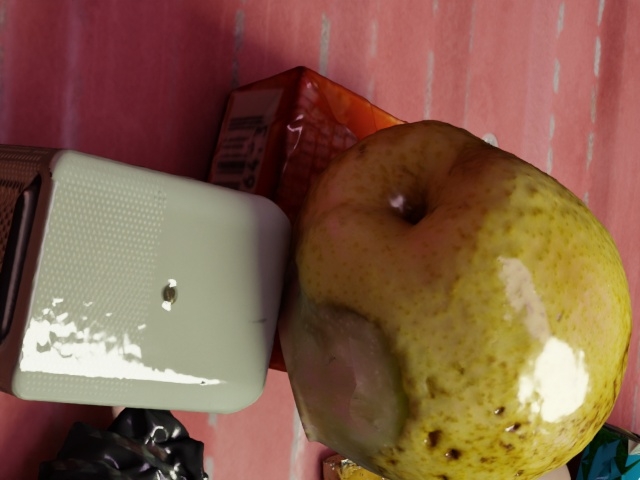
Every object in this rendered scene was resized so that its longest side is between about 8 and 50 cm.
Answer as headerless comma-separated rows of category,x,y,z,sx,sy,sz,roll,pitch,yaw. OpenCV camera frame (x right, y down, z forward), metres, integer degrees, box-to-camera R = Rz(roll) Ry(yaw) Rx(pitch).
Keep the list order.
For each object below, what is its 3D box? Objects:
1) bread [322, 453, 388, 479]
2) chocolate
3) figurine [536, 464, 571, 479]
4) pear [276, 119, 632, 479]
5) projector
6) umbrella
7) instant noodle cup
bread,0.052,0.233,1.130,0.106,0.053,0.072,-8,98,-42
chocolate,0.000,0.000,1.004,0.235,0.108,0.237,20,79,-47
figurine,0.210,0.271,1.269,0.125,0.125,0.138,2,78,-48
pear,0.093,0.045,0.844,0.271,0.271,0.271,-8,101,-47
projector,-0.148,0.027,0.791,0.243,0.177,0.163,11,88,-47
umbrella,-0.197,0.210,0.811,0.272,0.110,0.122,-30,117,-43
instant noodle cup,0.405,0.340,1.417,0.240,0.240,0.178,24,87,-47
